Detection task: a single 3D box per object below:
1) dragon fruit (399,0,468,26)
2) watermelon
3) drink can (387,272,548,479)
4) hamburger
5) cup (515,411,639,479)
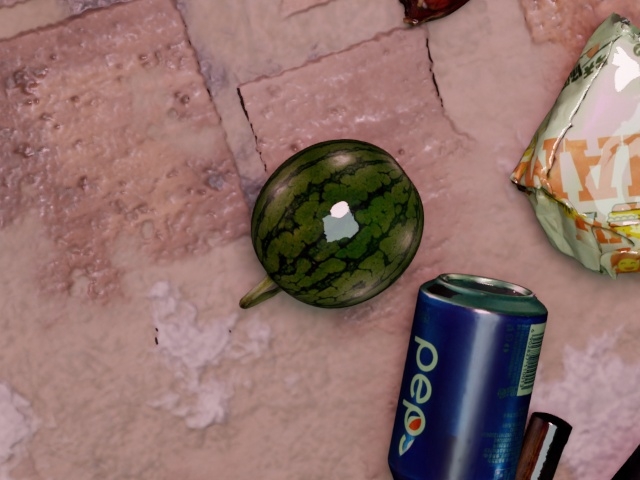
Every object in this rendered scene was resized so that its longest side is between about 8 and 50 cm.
[{"bbox_3d":[0.132,-0.261,1.311,0.161,0.120,0.127,-24,107,-7],"label":"dragon fruit"},{"bbox_3d":[0.000,0.000,1.334,0.187,0.140,0.141,-44,100,8],"label":"watermelon"},{"bbox_3d":[0.127,0.136,1.377,0.118,0.118,0.205,10,98,-6],"label":"drink can"},{"bbox_3d":[0.296,-0.063,1.354,0.235,0.125,0.214,23,103,-4],"label":"hamburger"},{"bbox_3d":[0.278,0.270,1.419,0.177,0.239,0.166,-49,141,10],"label":"cup"}]
